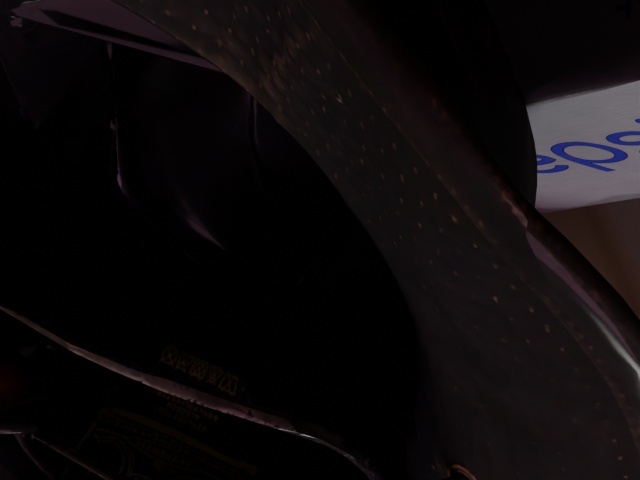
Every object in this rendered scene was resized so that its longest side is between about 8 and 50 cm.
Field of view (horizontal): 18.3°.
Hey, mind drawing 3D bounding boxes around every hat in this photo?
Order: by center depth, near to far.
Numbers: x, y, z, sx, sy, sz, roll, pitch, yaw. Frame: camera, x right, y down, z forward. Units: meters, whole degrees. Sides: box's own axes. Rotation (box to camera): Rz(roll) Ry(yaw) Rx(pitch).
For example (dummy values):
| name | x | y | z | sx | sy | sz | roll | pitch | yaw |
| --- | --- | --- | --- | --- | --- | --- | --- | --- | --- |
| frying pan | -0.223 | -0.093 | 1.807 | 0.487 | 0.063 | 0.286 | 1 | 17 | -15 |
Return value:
| name | x | y | z | sx | sy | sz | roll | pitch | yaw |
| --- | --- | --- | --- | --- | --- | --- | --- | --- | --- |
| hat | -0.023 | -0.016 | 0.486 | 0.331 | 0.134 | 0.331 | 26 | 146 | 19 |

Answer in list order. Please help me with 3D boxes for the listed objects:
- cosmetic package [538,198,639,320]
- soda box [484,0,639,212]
| name | x | y | z | sx | sy | sz | roll | pitch | yaw |
| --- | --- | --- | --- | --- | --- | --- | --- | --- | --- |
| cosmetic package | -0.013 | -0.007 | 0.684 | 0.309 | 0.160 | 0.113 | 3 | 167 | -12 |
| soda box | 0.120 | -0.072 | 0.508 | 0.098 | 0.091 | 0.286 | 13 | 167 | -35 |
